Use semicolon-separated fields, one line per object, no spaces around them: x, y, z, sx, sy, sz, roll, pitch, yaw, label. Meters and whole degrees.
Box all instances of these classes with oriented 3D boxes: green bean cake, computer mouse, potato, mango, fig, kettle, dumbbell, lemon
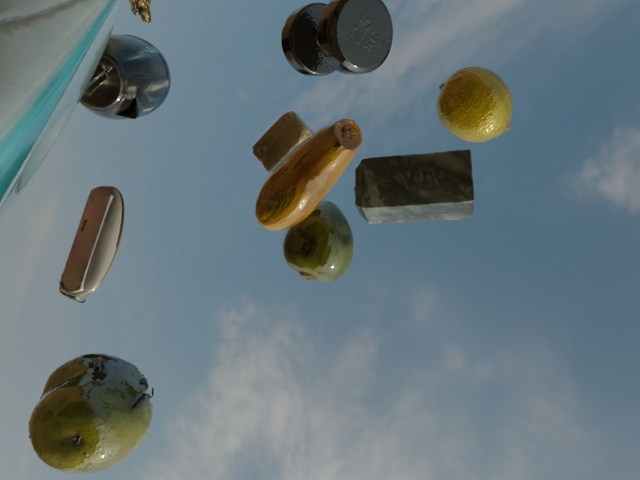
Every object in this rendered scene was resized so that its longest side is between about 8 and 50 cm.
-0.109;-0.290;1.631;0.179;0.085;0.109;-42;-112;14;green bean cake
-0.482;0.002;1.160;0.125;0.056;0.245;5;-103;38;computer mouse
-0.329;0.246;0.788;0.248;0.169;0.144;-169;-112;-75;potato
-0.033;-0.161;1.363;0.359;0.144;0.187;-46;-167;14;mango
-0.004;0.002;1.546;0.207;0.207;0.230;21;-78;50;fig
-0.571;-0.462;1.430;0.228;0.321;0.324;-35;-163;9;kettle
0.029;-0.421;1.121;0.218;0.152;0.153;24;-80;56;dumbbell
0.385;-0.335;1.347;0.203;0.178;0.178;35;-65;4;lemon

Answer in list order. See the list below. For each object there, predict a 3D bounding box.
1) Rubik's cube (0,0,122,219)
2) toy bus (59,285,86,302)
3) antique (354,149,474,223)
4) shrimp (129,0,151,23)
-0.455;-0.191;0.561;0.351;0.347;0.352;-28;-144;50;Rubik's cube
-0.604;0.090;1.360;0.075;0.060;0.123;83;28;-77;toy bus
0.146;-0.081;0.855;0.182;0.086;0.088;-3;-107;13;antique
-0.392;-0.590;1.185;0.051;0.115;0.217;19;-56;37;shrimp
